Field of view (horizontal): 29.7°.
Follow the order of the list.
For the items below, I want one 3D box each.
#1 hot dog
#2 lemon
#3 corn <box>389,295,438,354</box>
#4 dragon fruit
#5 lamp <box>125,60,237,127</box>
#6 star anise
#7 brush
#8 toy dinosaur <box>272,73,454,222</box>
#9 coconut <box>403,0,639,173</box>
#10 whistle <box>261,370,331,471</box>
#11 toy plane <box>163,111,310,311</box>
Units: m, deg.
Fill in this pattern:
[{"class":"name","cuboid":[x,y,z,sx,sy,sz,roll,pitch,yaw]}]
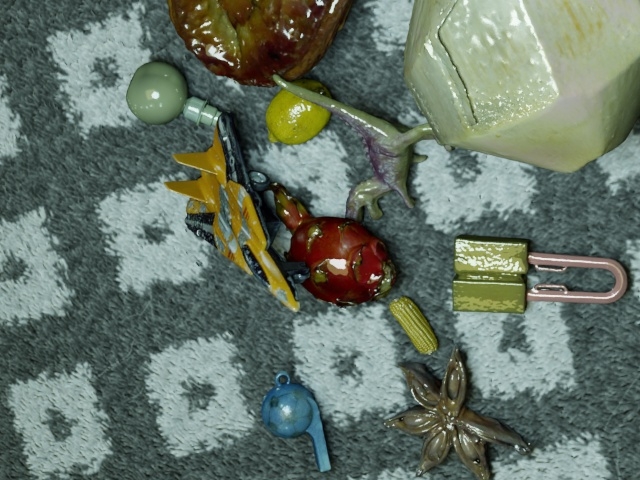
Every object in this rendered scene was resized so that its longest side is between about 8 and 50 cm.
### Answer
[{"class":"hot dog","cuboid":[-0.059,-0.391,1.600,0.267,0.174,0.388,30,106,8]},{"class":"lemon","cuboid":[-0.032,-0.176,1.681,0.110,0.082,0.082,-40,87,20]},{"class":"corn","cuboid":[0.133,0.120,1.707,0.037,0.037,0.092,-32,88,20]},{"class":"dragon fruit","cuboid":[0.000,0.000,1.691,0.125,0.125,0.246,-44,74,2]},{"class":"lamp","cuboid":[-0.196,-0.194,1.734,0.163,0.091,0.091,24,107,-5]},{"class":"star anise","cuboid":[0.178,0.251,1.708,0.172,0.063,0.208,-35,92,24]},{"class":"brush","cuboid":[0.297,0.049,1.639,0.233,0.047,0.103,3,101,15]},{"class":"toy dinosaur","cuboid":[0.072,-0.133,1.628,0.199,0.072,0.251,-13,134,18]},{"class":"coconut","cuboid":[0.258,-0.248,1.458,0.352,0.352,0.353,3,101,17]},{"class":"whistle","cuboid":[-0.041,0.266,1.763,0.090,0.090,0.158,-8,98,18]},{"class":"toy plane","cuboid":[-0.093,-0.015,1.655,0.316,0.103,0.204,48,131,32]}]
